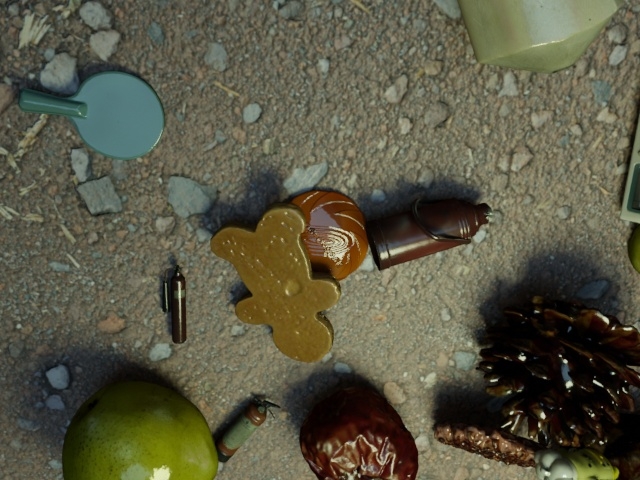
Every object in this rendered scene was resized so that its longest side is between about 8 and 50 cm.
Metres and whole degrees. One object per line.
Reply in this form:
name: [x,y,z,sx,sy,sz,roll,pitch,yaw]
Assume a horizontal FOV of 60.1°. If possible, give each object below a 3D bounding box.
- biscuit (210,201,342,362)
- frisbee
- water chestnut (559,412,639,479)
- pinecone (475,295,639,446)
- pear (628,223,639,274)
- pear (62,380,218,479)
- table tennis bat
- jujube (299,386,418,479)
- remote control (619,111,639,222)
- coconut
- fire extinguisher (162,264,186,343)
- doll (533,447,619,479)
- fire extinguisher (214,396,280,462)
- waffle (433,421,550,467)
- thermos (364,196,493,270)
biscuit: [-0.070,0.093,1.062,0.215,0.047,0.340,-18,115,19]
frisbee: [0.000,0.000,1.055,0.191,0.035,0.192,-1,110,-2]
water chestnut: [0.655,0.537,1.103,0.335,0.335,0.347,-16,92,3]
pinecone: [0.449,0.248,1.045,0.298,0.242,0.296,35,99,-4]
pear: [0.668,0.019,1.051,0.140,0.104,0.141,-1,113,-4]
pear: [-0.350,0.409,1.061,0.294,0.294,0.295,-1,109,-2]
table tennis bat: [-0.396,-0.224,0.964,0.244,0.040,0.153,8,107,-9]
jujube: [0.078,0.420,1.120,0.213,0.213,0.232,-35,102,9]
remote control: [0.613,-0.162,0.980,0.055,0.102,0.278,-13,113,-36]
coconut: [0.331,-0.364,0.852,0.241,0.241,0.241,-1,109,-2]
fire extinguisher: [-0.287,0.120,1.089,0.048,0.035,0.173,17,112,33]
doll: [0.466,0.418,1.013,0.162,0.106,0.062,5,107,-23]
fire extinguisher: [-0.158,0.397,1.175,0.062,0.050,0.177,43,103,5]
waffle: [0.354,0.417,1.131,0.234,0.221,0.056,19,69,-1]
thermos: [0.205,-0.019,1.023,0.231,0.099,0.124,-16,147,-4]
